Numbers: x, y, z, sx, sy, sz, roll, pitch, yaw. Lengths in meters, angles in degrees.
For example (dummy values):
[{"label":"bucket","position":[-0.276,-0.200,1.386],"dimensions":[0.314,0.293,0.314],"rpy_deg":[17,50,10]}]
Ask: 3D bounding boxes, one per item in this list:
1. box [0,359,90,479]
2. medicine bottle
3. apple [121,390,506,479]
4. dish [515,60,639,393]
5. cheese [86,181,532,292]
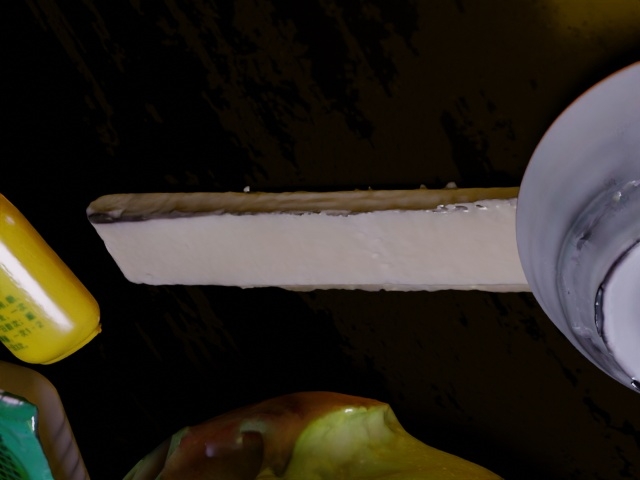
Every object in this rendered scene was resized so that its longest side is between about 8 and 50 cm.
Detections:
[{"label":"box","position":[-0.332,0.228,1.194],"dimensions":[0.264,0.106,0.337],"rpy_deg":[13,135,23]},{"label":"medicine bottle","position":[-0.303,-0.024,0.961],"dimensions":[0.111,0.076,0.309],"rpy_deg":[-19,118,39]},{"label":"apple","position":[-0.002,0.287,0.902],"dimensions":[0.384,0.374,0.374],"rpy_deg":[-35,108,15]},{"label":"dish","position":[0.229,0.025,0.646],"dimensions":[0.260,0.085,0.260],"rpy_deg":[12,130,14]},{"label":"cheese","position":[0.001,-0.001,0.829],"dimensions":[0.400,0.034,0.085],"rpy_deg":[0,133,33]}]
